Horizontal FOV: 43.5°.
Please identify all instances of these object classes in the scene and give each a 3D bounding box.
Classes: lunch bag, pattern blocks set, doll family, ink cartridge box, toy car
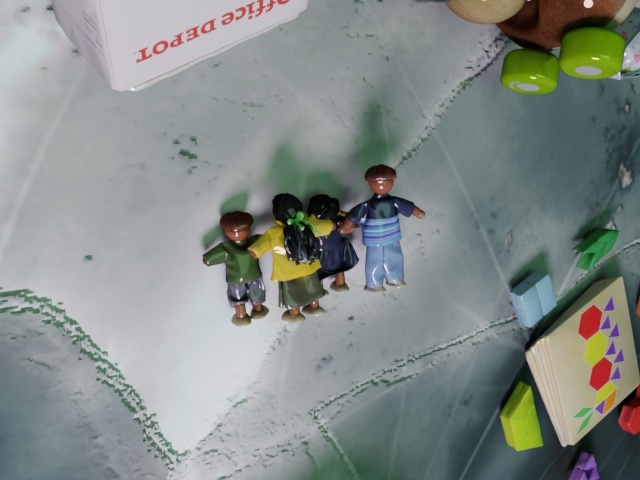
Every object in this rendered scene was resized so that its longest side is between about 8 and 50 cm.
[{"bbox_3d":[0.296,-0.195,0.812,0.083,0.071,0.053,-47,128,-17],"label":"lunch bag"},{"bbox_3d":[0.319,0.147,0.954,0.285,0.026,0.324,-25,116,-27],"label":"pattern blocks set"},{"bbox_3d":[0.000,0.000,0.668,0.193,0.076,0.111,-17,109,-35],"label":"doll family"},{"bbox_3d":[-0.088,-0.218,0.469,0.160,0.092,0.219,-30,152,-24],"label":"ink cartridge box"},{"bbox_3d":[0.158,-0.229,0.674,0.188,0.149,0.155,13,84,-25],"label":"toy car"}]
